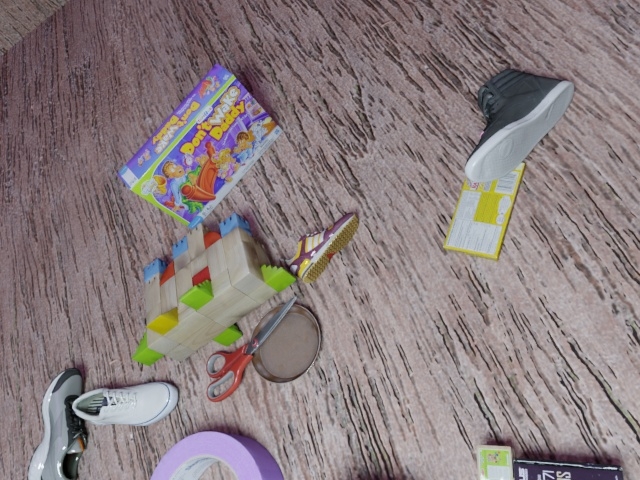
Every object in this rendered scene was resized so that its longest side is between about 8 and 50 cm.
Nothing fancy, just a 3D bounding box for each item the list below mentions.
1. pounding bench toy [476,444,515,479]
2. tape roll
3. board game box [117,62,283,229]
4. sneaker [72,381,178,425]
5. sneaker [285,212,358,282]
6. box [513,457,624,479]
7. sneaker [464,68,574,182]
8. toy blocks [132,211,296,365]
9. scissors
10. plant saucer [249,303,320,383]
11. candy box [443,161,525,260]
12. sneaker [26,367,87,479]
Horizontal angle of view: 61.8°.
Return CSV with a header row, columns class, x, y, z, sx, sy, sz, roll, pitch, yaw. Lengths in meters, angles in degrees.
class,x,y,z,sx,sy,sz,roll,pitch,yaw
pounding bench toy,0.281,0.370,0.846,0.052,0.065,0.083,-7,65,23
tape roll,-0.202,0.510,1.015,0.275,0.090,0.274,-11,64,23
board game box,-0.282,-0.217,1.302,0.347,0.233,0.078,-48,55,0
sneaker,-0.443,0.371,1.199,0.258,0.091,0.094,-18,61,19
sneaker,0.000,0.000,1.157,0.084,0.069,0.185,40,88,29
box,0.365,0.417,0.774,0.148,0.077,0.180,-6,66,26
sneaker,0.347,-0.230,1.051,0.296,0.104,0.147,-42,51,-16
toy blocks,-0.259,0.080,1.207,0.382,0.191,0.260,-36,44,15
scissors,-0.142,0.235,1.116,0.297,0.021,0.108,-37,49,23
plant saucer,-0.071,0.217,1.118,0.169,0.029,0.168,-12,63,24
candy box,0.322,-0.065,1.047,0.105,0.027,0.205,13,73,32
sneaker,-0.591,0.438,1.252,0.108,0.100,0.271,-3,72,16
